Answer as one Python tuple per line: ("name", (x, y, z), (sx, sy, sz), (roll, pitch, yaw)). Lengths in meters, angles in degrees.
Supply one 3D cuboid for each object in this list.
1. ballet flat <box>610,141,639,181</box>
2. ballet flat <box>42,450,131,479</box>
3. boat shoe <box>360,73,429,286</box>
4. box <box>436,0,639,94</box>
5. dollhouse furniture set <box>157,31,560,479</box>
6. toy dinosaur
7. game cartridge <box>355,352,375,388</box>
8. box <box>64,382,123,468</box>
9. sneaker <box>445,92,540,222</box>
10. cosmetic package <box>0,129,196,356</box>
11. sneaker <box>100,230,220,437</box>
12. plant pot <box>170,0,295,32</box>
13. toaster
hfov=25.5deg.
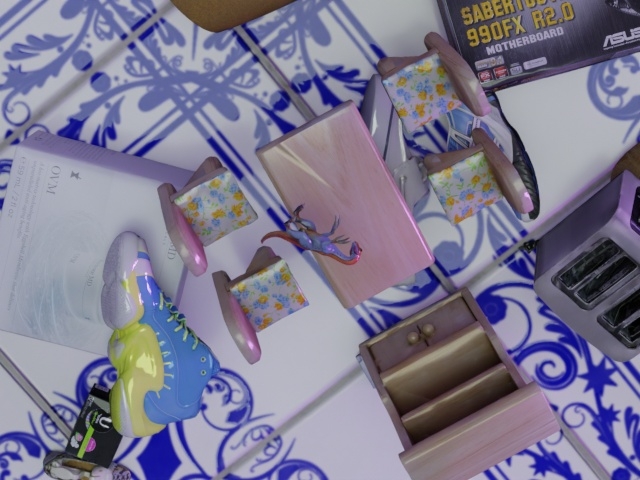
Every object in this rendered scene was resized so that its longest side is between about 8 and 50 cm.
("ballet flat", (0.519, -0.104, 1.682), (0.342, 0.124, 0.116), (-13, 101, 3))
("ballet flat", (-0.301, 0.300, 1.814), (0.114, 0.041, 0.041), (13, 102, -3))
("boat shoe", (0.089, -0.068, 1.707), (0.088, 0.096, 0.267), (0, 104, -6))
("box", (0.255, -0.282, 1.644), (0.231, 0.056, 0.183), (-15, 87, -3))
("dollhouse furniture set", (0.077, 0.045, 1.562), (0.362, 0.256, 0.394), (-29, 117, 2))
("toy dinosaur", (0.000, 0.000, 1.474), (0.090, 0.047, 0.082), (-31, 107, 35))
("game cartridge", (0.093, 0.151, 1.793), (0.083, 0.017, 0.056), (-28, 97, 6))
("box", (-0.278, 0.234, 1.793), (0.062, 0.052, 0.083), (23, 100, -4))
("sneaker", (0.199, -0.113, 1.711), (0.081, 0.080, 0.211), (-28, 91, 12))
("cosmetic package", (-0.269, 0.009, 1.702), (0.224, 0.138, 0.224), (14, 102, -4))
("sneaker", (-0.182, 0.104, 1.624), (0.126, 0.091, 0.240), (-4, 104, -22))
("plant pot", (-0.063, -0.359, 1.597), (0.254, 0.237, 0.237), (-38, 100, 24))
("toaster", (0.356, 0.035, 1.697), (0.168, 0.110, 0.185), (41, 123, -12))
